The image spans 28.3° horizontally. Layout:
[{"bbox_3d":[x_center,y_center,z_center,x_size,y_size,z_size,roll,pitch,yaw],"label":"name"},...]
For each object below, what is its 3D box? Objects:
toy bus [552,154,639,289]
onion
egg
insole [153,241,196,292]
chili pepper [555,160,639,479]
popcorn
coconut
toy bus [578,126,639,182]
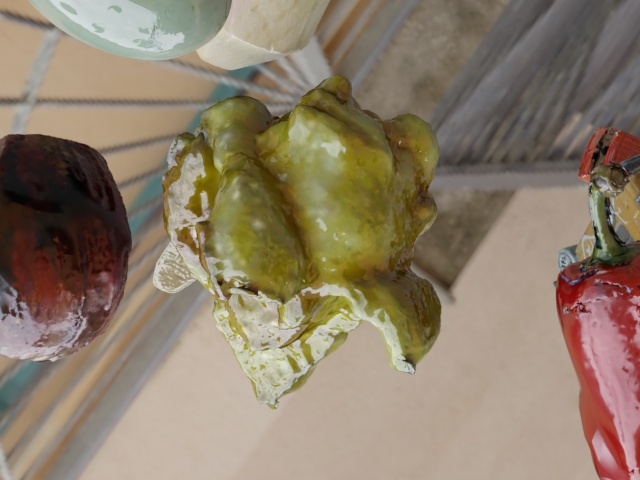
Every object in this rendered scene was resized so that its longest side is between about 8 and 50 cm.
[{"bbox_3d":[0.391,0.021,1.484,0.275,0.138,0.167,102,149,-56],"label":"toy bus"},{"bbox_3d":[-0.372,0.016,1.671,0.146,0.314,0.280,7,-177,44],"label":"onion"},{"bbox_3d":[-0.230,-0.317,1.427,0.283,0.203,0.203,35,172,-2],"label":"egg"},{"bbox_3d":[-0.175,-0.013,1.967,0.081,0.248,0.011,30,-160,-21],"label":"insole"},{"bbox_3d":[0.262,0.117,1.023,0.110,0.110,0.387,15,123,67],"label":"chili pepper"},{"bbox_3d":[0.005,0.003,1.304,0.326,0.290,0.321,31,158,30],"label":"popcorn"},{"bbox_3d":[-0.104,-0.361,1.800,0.259,0.259,0.259,34,172,6],"label":"coconut"},{"bbox_3d":[0.445,-0.082,1.676,0.195,0.081,0.089,23,175,-14],"label":"toy bus"}]
